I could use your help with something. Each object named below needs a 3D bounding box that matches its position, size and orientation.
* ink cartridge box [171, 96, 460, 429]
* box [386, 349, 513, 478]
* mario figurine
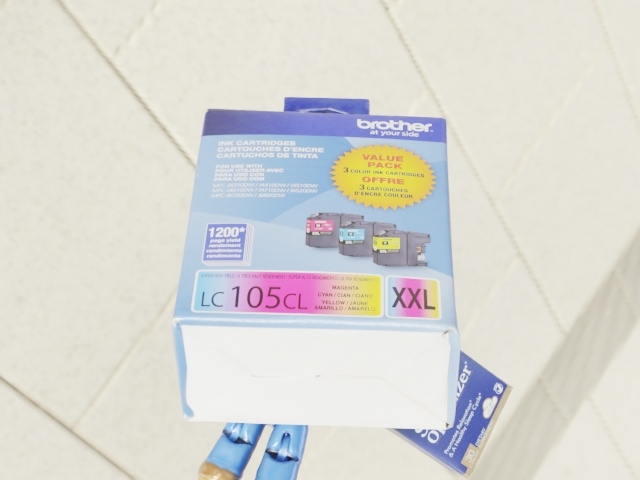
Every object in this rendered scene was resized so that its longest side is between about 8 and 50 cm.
[{"bbox_3d":[0.000,0.000,1.517,0.395,0.270,0.151,-88,180,-51],"label":"ink cartridge box"},{"bbox_3d":[0.141,0.197,1.870,0.225,0.036,0.136,36,75,-33],"label":"box"},{"bbox_3d":[-0.024,0.170,1.783,0.198,0.170,0.320,29,76,-22],"label":"mario figurine"}]
